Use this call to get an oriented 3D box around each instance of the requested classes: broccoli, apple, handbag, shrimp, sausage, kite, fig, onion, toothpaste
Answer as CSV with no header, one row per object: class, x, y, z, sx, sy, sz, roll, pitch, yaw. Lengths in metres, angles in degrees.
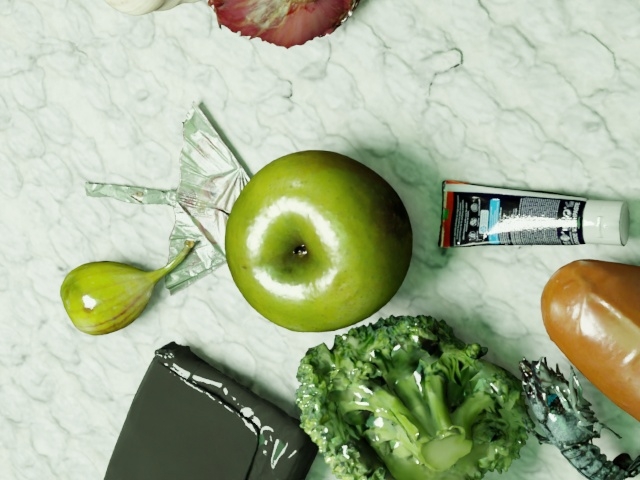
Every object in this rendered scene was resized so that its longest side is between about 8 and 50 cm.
broccoli,0.089,0.173,1.174,0.176,0.226,0.198,28,85,41
apple,0.000,0.000,1.198,0.196,0.157,0.196,3,97,24
handbag,-0.131,0.264,1.333,0.223,0.080,0.247,31,109,21
shrimp,0.253,0.183,1.146,0.174,0.076,0.082,47,147,-12
sausage,0.325,0.114,1.114,0.258,0.133,0.133,39,109,11
kite,-0.162,-0.047,1.329,0.250,0.012,0.229,11,102,19
fig,-0.219,0.058,1.321,0.166,0.093,0.093,-13,93,25
onion,-0.042,-0.289,1.186,0.147,0.184,0.184,44,117,57
toothpaste,0.212,-0.025,1.182,0.193,0.045,0.071,2,90,26

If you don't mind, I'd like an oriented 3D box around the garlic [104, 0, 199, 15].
garlic,-0.200,-0.346,1.241,0.226,0.199,0.199,22,107,49
